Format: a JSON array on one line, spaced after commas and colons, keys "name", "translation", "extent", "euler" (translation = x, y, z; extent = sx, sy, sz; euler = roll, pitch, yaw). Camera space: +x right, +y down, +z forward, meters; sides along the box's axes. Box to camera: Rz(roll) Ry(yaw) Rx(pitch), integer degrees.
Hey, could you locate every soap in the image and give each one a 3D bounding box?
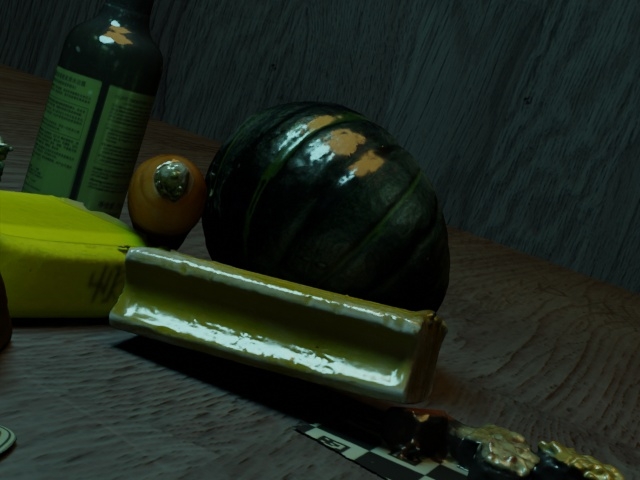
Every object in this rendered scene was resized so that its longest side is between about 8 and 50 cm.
[{"name": "soap", "translation": [-0.028, 0.064, 0.997], "extent": [0.232, 0.073, 0.140], "euler": [13, -4, 14]}]

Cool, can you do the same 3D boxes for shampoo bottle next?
[{"name": "shampoo bottle", "translation": [-0.216, -0.137, 1.277], "extent": [0.101, 0.283, 0.101], "euler": [17, 8, -2]}]

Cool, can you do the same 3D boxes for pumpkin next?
[{"name": "pumpkin", "translation": [0.000, 0.000, 1.164], "extent": [0.250, 0.216, 0.250], "euler": [32, -12, 8]}]

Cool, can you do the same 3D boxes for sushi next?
[{"name": "sushi", "translation": [0.141, 0.162, 0.910], "extent": [0.279, 0.043, 0.192], "euler": [23, 9, 33]}]

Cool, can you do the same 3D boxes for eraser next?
[{"name": "eraser", "translation": [-0.237, 0.007, 1.020], "extent": [0.158, 0.069, 0.226], "euler": [20, 8, 28]}]

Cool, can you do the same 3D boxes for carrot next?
[{"name": "carrot", "translation": [-0.146, -0.015, 1.179], "extent": [0.069, 0.069, 0.336], "euler": [18, -16, -6]}]

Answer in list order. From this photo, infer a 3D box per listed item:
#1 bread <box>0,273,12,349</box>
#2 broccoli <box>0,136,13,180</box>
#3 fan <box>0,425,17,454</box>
[{"name": "bread", "translation": [-0.243, 0.063, 0.820], "extent": [0.074, 0.084, 0.139], "euler": [18, -23, -3]}, {"name": "broccoli", "translation": [-0.363, -0.095, 1.131], "extent": [0.167, 0.160, 0.154], "euler": [32, 39, 16]}, {"name": "fan", "translation": [-0.241, 0.092, 0.629], "extent": [0.132, 0.009, 0.220], "euler": [20, 7, 15]}]
